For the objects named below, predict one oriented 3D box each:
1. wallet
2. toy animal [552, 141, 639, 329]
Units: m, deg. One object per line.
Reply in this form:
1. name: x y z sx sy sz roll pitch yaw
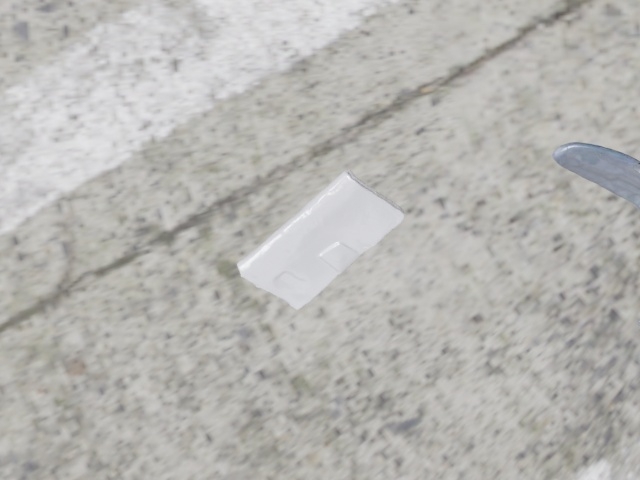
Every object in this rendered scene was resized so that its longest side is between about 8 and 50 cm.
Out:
1. wallet: 0.000 0.000 0.898 0.044 0.011 0.083 33 120 -28
2. toy animal: 0.258 0.008 1.082 0.239 0.255 0.176 20 63 41
